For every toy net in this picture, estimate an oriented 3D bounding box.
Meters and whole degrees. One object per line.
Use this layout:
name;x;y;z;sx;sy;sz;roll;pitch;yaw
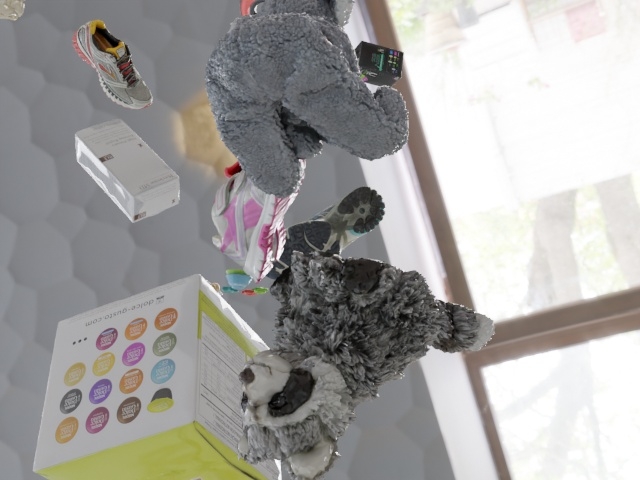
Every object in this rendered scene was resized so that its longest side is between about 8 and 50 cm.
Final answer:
toy net;-0.243;0.117;1.876;0.122;0.045;0.232;16;161;-42

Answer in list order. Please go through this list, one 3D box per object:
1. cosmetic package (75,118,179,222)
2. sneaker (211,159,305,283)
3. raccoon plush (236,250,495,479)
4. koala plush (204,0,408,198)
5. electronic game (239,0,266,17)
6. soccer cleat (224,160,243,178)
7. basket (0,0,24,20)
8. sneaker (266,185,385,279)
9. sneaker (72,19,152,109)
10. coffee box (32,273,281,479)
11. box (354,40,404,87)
cosmetic package;-0.411;-0.152;1.527;0.117;0.231;0.085;-30;148;-35
sneaker;-0.101;-0.058;1.032;0.111;0.252;0.103;24;-148;10
raccoon plush;0.085;0.201;1.017;0.447;0.299;0.216;17;166;-23
koala plush;-0.025;-0.204;0.790;0.196;0.221;0.203;-18;137;24
electronic game;-0.106;-0.534;1.788;0.048;0.229;0.229;-53;-162;-24
soccer cleat;-0.109;-0.204;1.588;0.248;0.083;0.095;-42;143;26
basket;-0.704;-0.607;1.285;0.267;0.328;0.331;25;-168;18
sneaker;0.000;0.000;1.434;0.283;0.110;0.122;-30;-179;-21
sneaker;-0.462;-0.393;1.619;0.093;0.225;0.088;-23;-158;46
coffee box;-0.306;0.331;1.447;0.338;0.334;0.338;-20;137;14
box;0.099;-0.315;1.294;0.083;0.052;0.062;11;169;-16
